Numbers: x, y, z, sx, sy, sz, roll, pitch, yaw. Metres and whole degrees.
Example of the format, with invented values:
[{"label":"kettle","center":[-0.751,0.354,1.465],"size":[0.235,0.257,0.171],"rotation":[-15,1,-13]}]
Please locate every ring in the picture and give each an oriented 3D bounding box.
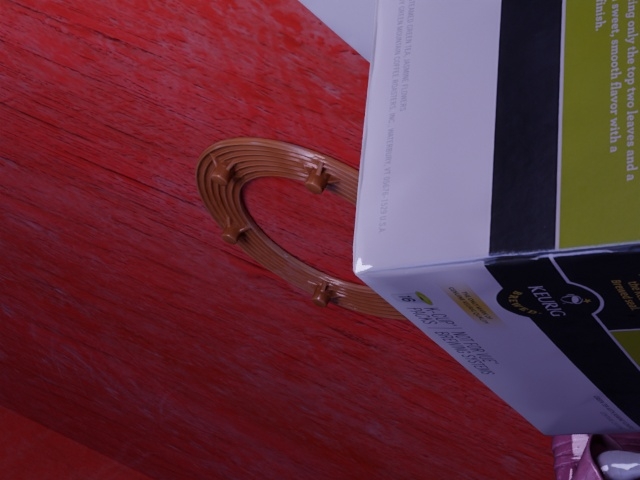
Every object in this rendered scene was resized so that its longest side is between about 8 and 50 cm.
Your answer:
[{"label":"ring","center":[0.000,0.000,1.549],"size":[0.336,0.032,0.336],"rotation":[23,155,11]}]

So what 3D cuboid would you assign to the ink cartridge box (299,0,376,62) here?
[{"label":"ink cartridge box","center":[0.108,-0.170,1.077],"size":[0.332,0.065,0.165],"rotation":[40,153,-20]}]

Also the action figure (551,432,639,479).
[{"label":"action figure","center":[0.244,0.174,1.218],"size":[0.275,0.370,0.248],"rotation":[-13,150,28]}]

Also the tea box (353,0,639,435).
[{"label":"tea box","center":[0.237,-0.032,0.804],"size":[0.323,0.220,0.329],"rotation":[-5,155,27]}]
